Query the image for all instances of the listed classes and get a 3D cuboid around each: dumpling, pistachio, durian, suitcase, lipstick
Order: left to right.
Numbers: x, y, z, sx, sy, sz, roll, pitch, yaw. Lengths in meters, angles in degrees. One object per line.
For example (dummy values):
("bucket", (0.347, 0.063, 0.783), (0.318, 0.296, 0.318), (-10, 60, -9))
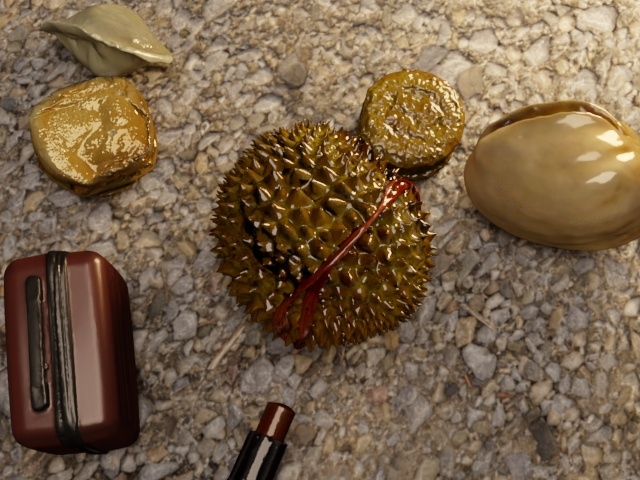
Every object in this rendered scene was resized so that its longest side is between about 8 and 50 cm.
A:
("suitcase", (-0.375, 0.175, 1.557), (0.161, 0.236, 0.297), (-7, 74, -1))
("dumpling", (-0.368, -0.340, 1.741), (0.216, 0.166, 0.126), (41, 105, 8))
("lipstick", (-0.118, 0.391, 1.576), (0.081, 0.081, 0.300), (21, 77, 6))
("durian", (0.004, -0.004, 1.577), (0.347, 0.347, 0.384), (-46, 47, -11))
("pistachio", (0.397, -0.104, 1.644), (0.321, 0.229, 0.238), (12, 108, 12))

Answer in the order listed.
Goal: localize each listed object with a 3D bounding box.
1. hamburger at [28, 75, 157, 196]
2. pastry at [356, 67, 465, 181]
("hamburger", (-0.381, -0.177, 1.721), (0.214, 0.108, 0.214), (0, 76, 1))
("pastry", (0.148, -0.192, 1.722), (0.188, 0.103, 0.189), (1, 70, -2))
